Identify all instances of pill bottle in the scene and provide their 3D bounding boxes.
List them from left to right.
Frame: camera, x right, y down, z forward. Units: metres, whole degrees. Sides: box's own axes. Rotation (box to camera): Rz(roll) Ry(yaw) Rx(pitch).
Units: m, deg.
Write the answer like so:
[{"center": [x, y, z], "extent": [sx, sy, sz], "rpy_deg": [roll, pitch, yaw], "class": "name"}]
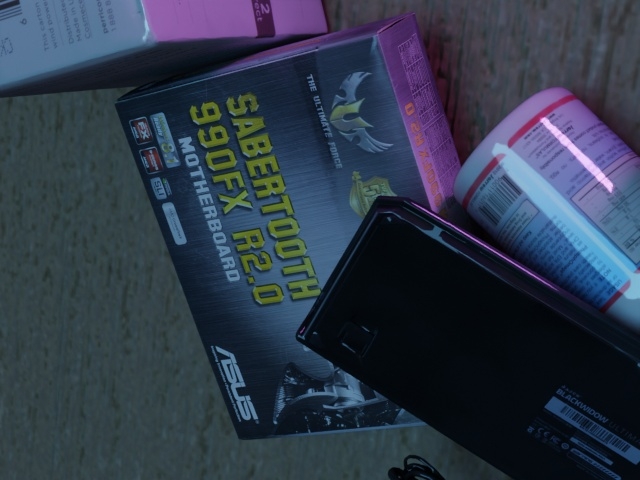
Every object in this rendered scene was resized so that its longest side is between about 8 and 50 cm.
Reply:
[{"center": [0.153, 0.000, 0.704], "extent": [0.160, 0.087, 0.087], "rpy_deg": [47, 118, 14], "class": "pill bottle"}]

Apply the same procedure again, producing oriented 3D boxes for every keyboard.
[{"center": [0.131, 0.116, 0.718], "extent": [0.317, 0.033, 0.201], "rpy_deg": [33, 131, 3], "class": "keyboard"}]

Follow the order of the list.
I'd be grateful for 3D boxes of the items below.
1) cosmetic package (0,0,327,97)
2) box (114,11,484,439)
[{"center": [-0.116, -0.172, 0.770], "extent": [0.151, 0.184, 0.151], "rpy_deg": [-10, 95, 32], "class": "cosmetic package"}, {"center": [0.000, 0.000, 0.782], "extent": [0.183, 0.056, 0.231], "rpy_deg": [-9, 107, 31], "class": "box"}]
